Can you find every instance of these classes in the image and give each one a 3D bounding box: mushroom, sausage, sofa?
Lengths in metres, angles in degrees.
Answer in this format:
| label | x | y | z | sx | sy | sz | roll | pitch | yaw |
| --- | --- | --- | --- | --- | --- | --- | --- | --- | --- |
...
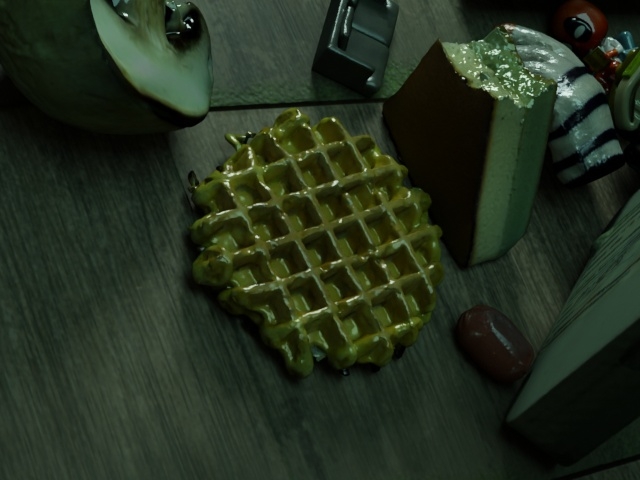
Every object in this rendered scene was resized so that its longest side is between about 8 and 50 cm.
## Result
| label | x | y | z | sx | sy | sz | roll | pitch | yaw |
| --- | --- | --- | --- | --- | --- | --- | --- | --- | --- |
| mushroom | -0.228 | -0.194 | 1.632 | 0.267 | 0.164 | 0.189 | -9 | 90 | -70 |
| sausage | 0.189 | 0.109 | 1.756 | 0.094 | 0.054 | 0.059 | 48 | 50 | 4 |
| sofa | 0.051 | -0.247 | 1.891 | 0.085 | 0.060 | 0.147 | 26 | 51 | -15 |

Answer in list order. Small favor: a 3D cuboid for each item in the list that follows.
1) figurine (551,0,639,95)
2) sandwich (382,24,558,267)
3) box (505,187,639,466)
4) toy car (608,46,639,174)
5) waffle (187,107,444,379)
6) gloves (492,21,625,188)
| label | x | y | z | sx | sy | sz | roll | pitch | yaw |
| --- | --- | --- | --- | --- | --- | --- | --- | --- | --- |
| figurine | 0.347 | -0.252 | 2.063 | 0.075 | 0.068 | 0.140 | -26 | 79 | -36 |
| sandwich | 0.183 | -0.108 | 1.803 | 0.108 | 0.186 | 0.220 | -13 | 70 | -33 |
| box | 0.380 | 0.016 | 1.704 | 0.111 | 0.396 | 0.396 | 37 | 51 | -3 |
| toy car | 0.464 | -0.146 | 1.998 | 0.248 | 0.198 | 0.204 | 36 | 93 | -7 |
| waffle | 0.003 | -0.008 | 1.716 | 0.329 | 0.062 | 0.329 | 14 | 56 | -22 |
| gloves | 0.273 | -0.170 | 1.934 | 0.140 | 0.131 | 0.218 | -17 | 80 | -39 |
